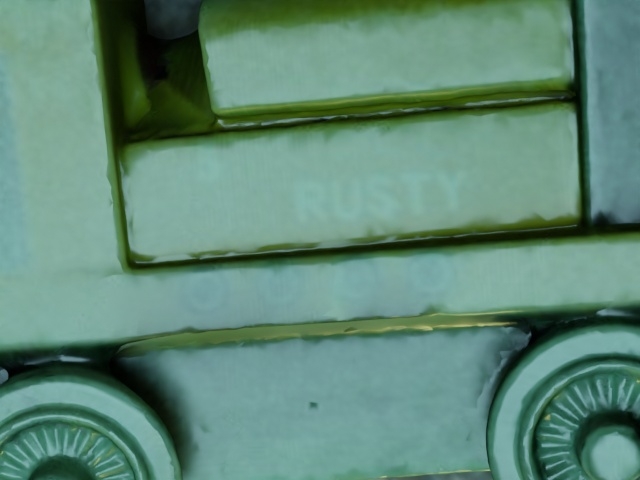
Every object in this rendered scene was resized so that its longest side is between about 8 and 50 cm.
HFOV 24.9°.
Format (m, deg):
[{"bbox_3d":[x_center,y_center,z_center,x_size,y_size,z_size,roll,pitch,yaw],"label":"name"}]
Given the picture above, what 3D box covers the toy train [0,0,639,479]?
[{"bbox_3d":[0.000,0.000,0.578,0.397,0.160,0.253,-4,99,4],"label":"toy train"}]
